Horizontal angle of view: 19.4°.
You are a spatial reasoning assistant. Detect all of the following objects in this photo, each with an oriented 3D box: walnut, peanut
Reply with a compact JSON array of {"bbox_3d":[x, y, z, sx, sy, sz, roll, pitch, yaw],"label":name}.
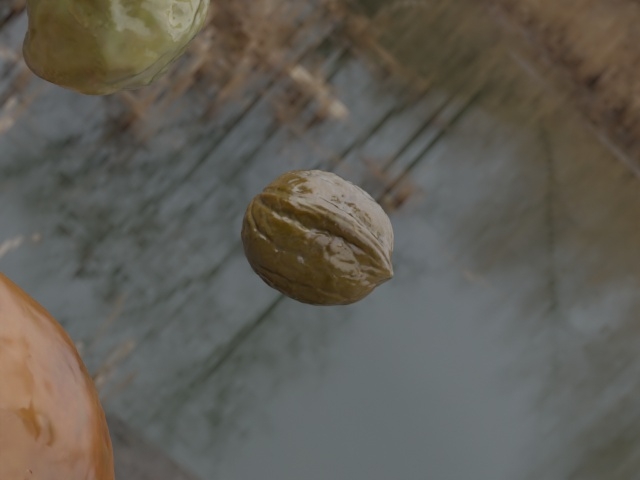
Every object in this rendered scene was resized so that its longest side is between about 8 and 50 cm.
[{"bbox_3d":[0.000,0.000,1.432,0.124,0.105,0.105,31,11,7],"label":"walnut"},{"bbox_3d":[-0.049,-0.159,0.811,0.098,0.229,0.103,49,-6,-34],"label":"peanut"}]

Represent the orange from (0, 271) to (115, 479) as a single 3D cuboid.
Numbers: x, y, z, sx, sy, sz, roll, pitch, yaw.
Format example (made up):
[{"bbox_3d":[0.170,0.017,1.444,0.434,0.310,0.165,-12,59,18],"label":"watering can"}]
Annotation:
[{"bbox_3d":[-0.227,0.114,0.788,0.284,0.284,0.226,37,19,-27],"label":"orange"}]
